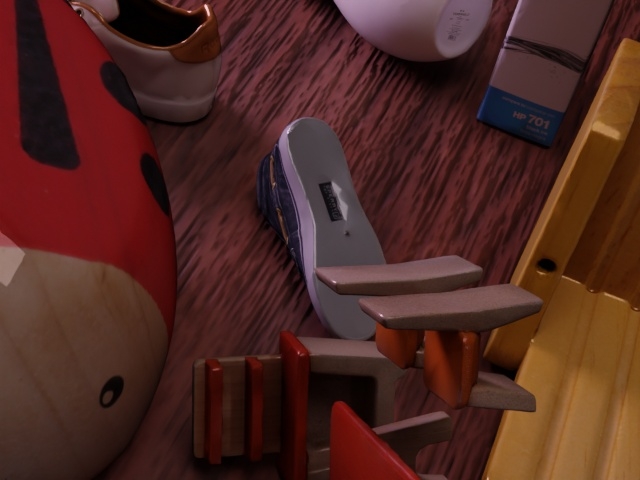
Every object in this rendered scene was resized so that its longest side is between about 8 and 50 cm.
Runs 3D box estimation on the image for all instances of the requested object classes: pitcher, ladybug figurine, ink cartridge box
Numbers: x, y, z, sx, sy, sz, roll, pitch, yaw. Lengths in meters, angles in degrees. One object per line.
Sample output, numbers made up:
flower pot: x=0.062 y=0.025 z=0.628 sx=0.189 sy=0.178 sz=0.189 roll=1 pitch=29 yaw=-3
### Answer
pitcher: x=0.080 y=-0.258 z=1.330 sx=0.207 sy=0.125 sz=0.178 roll=35 pitch=29 yaw=34
ladybug figurine: x=-0.226 y=-0.043 z=0.911 sx=0.305 sy=0.162 sz=0.449 roll=12 pitch=44 yaw=-39
ink cartridge box: x=0.223 y=-0.207 z=1.258 sx=0.082 sy=0.190 sz=0.139 roll=24 pitch=43 yaw=7

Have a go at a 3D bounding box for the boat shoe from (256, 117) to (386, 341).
boat shoe: x=0.000 y=0.000 z=1.072 sx=0.065 sy=0.083 sz=0.183 roll=-7 pitch=75 yaw=-24

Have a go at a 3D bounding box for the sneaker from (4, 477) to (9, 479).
sneaker: x=-0.174 y=0.227 z=0.754 sx=0.051 sy=0.089 sz=0.170 roll=8 pitch=43 yaw=-10

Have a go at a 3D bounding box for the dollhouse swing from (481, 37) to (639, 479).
dollhouse swing: x=0.310 y=0.073 z=0.943 sx=0.347 sy=0.315 sz=0.305 roll=24 pitch=23 yaw=6

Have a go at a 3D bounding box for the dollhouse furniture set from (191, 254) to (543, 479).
dollhouse furniture set: x=0.017 y=0.139 z=0.812 sx=0.135 sy=0.262 sz=0.259 roll=-2 pitch=13 yaw=-18

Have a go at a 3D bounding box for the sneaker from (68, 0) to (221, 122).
sneaker: x=-0.224 y=-0.195 z=1.153 sx=0.290 sy=0.123 sz=0.106 roll=11 pitch=45 yaw=-6
